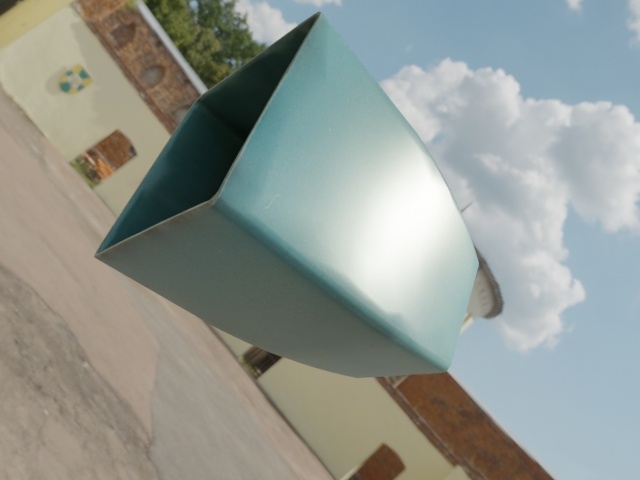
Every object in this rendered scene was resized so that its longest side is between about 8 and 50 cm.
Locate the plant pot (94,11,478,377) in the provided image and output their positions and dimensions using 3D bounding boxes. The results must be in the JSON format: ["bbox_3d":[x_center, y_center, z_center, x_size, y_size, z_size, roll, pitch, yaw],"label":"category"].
[{"bbox_3d":[0.000,0.000,0.481,0.234,0.165,0.165,41,-35,-25],"label":"plant pot"}]
